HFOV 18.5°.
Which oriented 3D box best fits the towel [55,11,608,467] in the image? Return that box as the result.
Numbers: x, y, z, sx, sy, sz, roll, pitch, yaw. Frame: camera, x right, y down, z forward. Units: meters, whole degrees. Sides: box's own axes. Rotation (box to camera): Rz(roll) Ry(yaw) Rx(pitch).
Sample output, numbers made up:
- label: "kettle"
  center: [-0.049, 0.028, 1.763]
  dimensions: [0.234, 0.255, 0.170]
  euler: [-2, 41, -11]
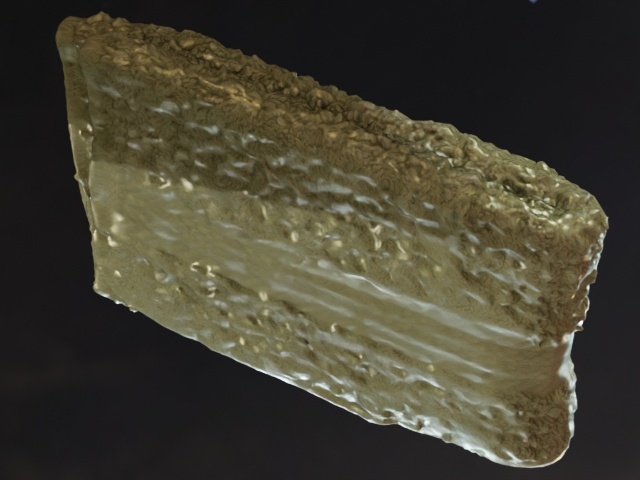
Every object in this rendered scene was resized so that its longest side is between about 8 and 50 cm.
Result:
- label: "towel"
  center: [0.000, 0.000, 0.502]
  dimensions: [0.027, 0.148, 0.110]
  euler: [-57, -21, -35]
